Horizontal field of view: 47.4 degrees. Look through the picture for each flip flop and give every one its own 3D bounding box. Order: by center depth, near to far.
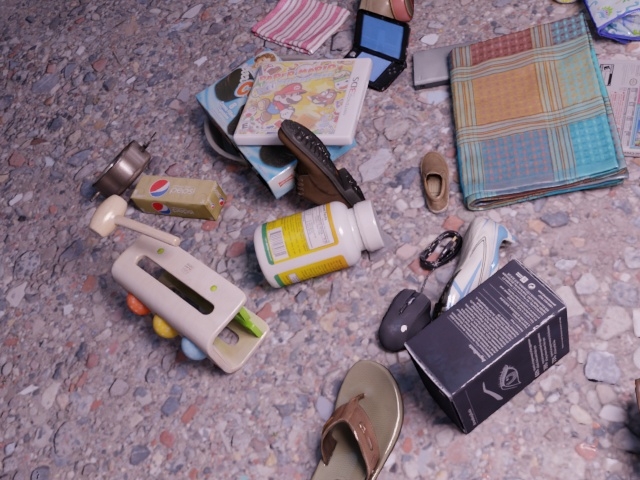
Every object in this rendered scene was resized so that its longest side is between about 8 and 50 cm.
[{"bbox_3d":[0.039,0.301,1.062,0.112,0.080,0.277,14,63,27],"label":"flip flop"}]

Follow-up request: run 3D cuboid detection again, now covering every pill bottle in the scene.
[{"bbox_3d":[0.000,0.000,1.259,0.208,0.117,0.118,-18,53,9],"label":"pill bottle"}]

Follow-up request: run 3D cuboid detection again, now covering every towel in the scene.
[{"bbox_3d":[0.371,-0.237,1.304,0.271,0.040,0.370,-11,58,19],"label":"towel"},{"bbox_3d":[-0.048,-0.503,1.676,0.197,0.029,0.144,28,71,33],"label":"towel"}]

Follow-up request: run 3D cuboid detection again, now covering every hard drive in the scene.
[{"bbox_3d":[0.256,-0.353,1.465,0.135,0.022,0.094,-8,55,15],"label":"hard drive"}]

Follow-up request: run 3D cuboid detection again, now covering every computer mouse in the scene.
[{"bbox_3d":[0.166,0.075,1.195,0.071,0.041,0.242,17,64,30],"label":"computer mouse"}]

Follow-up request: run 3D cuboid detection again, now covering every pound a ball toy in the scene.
[{"bbox_3d":[-0.264,0.080,1.245,0.319,0.208,0.136,30,71,33],"label":"pound a ball toy"}]

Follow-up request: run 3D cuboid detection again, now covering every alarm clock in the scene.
[{"bbox_3d":[-0.396,-0.156,1.508,0.192,0.064,0.129,-43,19,21],"label":"alarm clock"}]

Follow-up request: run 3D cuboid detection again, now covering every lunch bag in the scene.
[{"bbox_3d":[0.576,-0.442,1.362,0.151,0.096,0.129,-7,55,4],"label":"lunch bag"}]

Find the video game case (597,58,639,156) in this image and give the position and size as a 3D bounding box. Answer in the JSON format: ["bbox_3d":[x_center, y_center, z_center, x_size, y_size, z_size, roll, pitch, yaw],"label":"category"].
[{"bbox_3d":[0.565,-0.232,1.269,0.193,0.023,0.212,7,59,25],"label":"video game case"}]

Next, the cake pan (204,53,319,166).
[{"bbox_3d":[-0.098,-0.265,1.516,0.293,0.054,0.293,-10,55,14],"label":"cake pan"}]

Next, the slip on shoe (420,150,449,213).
[{"bbox_3d":[0.205,-0.113,1.308,0.051,0.041,0.135,-7,55,16],"label":"slip on shoe"}]

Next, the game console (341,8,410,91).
[{"bbox_3d":[0.104,-0.395,1.510,0.144,0.085,0.124,30,71,34],"label":"game console"}]

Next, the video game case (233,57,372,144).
[{"bbox_3d":[-0.031,-0.261,1.362,0.227,0.026,0.206,2,55,19],"label":"video game case"}]

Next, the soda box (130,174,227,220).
[{"bbox_3d":[-0.284,-0.086,1.460,0.181,0.058,0.061,6,60,25],"label":"soda box"}]

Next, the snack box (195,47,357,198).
[{"bbox_3d":[-0.094,-0.237,1.422,0.187,0.060,0.322,-35,52,-7],"label":"snack box"}]

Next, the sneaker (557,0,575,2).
[{"bbox_3d":[0.509,-0.602,1.476,0.091,0.126,0.240,-2,57,19],"label":"sneaker"}]

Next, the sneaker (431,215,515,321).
[{"bbox_3d":[0.239,0.074,1.148,0.086,0.085,0.237,26,74,4],"label":"sneaker"}]

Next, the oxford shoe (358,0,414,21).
[{"bbox_3d":[0.134,-0.620,1.633,0.130,0.123,0.348,-10,53,20],"label":"oxford shoe"}]

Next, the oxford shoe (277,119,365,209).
[{"bbox_3d":[-0.015,-0.116,1.279,0.096,0.227,0.083,-29,36,17],"label":"oxford shoe"}]

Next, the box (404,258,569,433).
[{"bbox_3d":[0.242,0.154,1.043,0.207,0.153,0.108,-36,52,-6],"label":"box"}]

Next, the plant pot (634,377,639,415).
[{"bbox_3d":[0.489,0.226,0.908,0.165,0.167,0.167,-10,54,23],"label":"plant pot"}]
